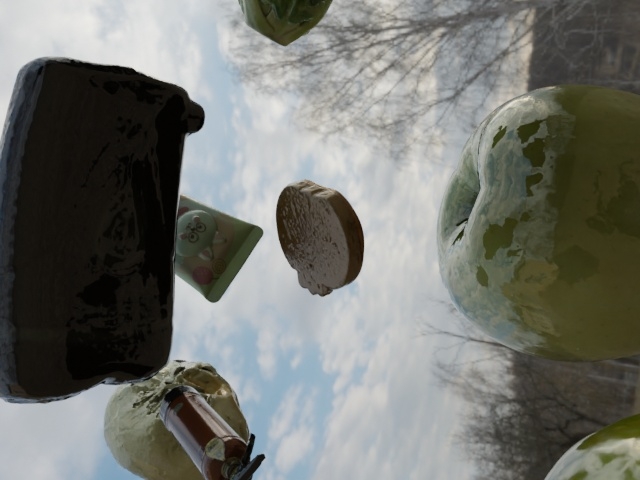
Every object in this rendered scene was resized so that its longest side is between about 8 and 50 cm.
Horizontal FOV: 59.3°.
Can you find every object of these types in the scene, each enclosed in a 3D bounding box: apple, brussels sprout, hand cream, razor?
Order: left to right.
[{"bbox_3d":[-0.235,-0.009,0.592,0.204,0.113,0.349,4,-86,-51],"label":"razor"},{"bbox_3d":[-0.255,-0.031,0.885,0.147,0.305,0.093,-59,-5,-26],"label":"hand cream"},{"bbox_3d":[-0.065,-0.510,1.127,0.161,0.223,0.223,63,179,43],"label":"brussels sprout"},{"bbox_3d":[0.416,-0.019,0.909,0.473,0.473,0.474,5,-90,-65],"label":"apple"}]

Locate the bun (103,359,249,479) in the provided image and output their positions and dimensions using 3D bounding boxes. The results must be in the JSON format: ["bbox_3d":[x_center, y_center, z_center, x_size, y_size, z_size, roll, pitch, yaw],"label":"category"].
[{"bbox_3d":[-0.253,0.316,1.036,0.287,0.287,0.146,-17,-45,-63],"label":"bun"}]

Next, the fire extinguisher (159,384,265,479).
[{"bbox_3d":[-0.106,0.192,0.547,0.050,0.177,0.062,33,-101,-33],"label":"fire extinguisher"}]

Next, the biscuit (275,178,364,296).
[{"bbox_3d":[0.003,-0.001,0.771,0.050,0.170,0.171,-20,-64,-32],"label":"biscuit"}]

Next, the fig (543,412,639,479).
[{"bbox_3d":[0.292,0.263,0.364,0.326,0.257,0.258,-145,53,-72],"label":"fig"}]
